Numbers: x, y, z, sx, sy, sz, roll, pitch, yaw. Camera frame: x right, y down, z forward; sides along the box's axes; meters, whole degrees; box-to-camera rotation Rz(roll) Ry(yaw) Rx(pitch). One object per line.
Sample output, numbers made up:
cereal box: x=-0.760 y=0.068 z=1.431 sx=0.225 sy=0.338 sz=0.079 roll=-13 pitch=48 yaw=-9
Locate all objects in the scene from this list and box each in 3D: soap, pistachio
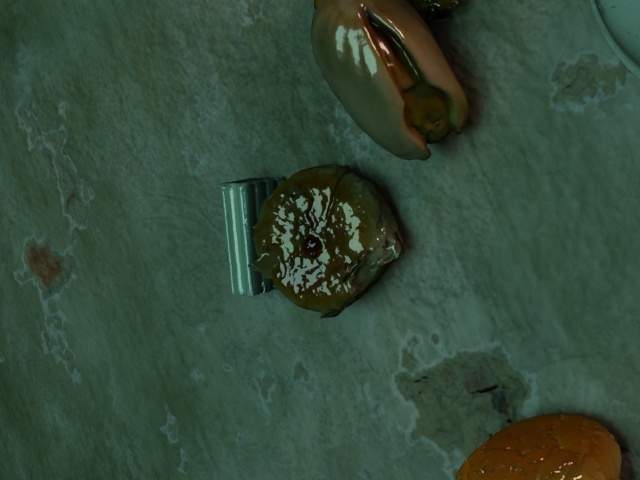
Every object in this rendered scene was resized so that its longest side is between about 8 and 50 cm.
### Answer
soap: x=-0.111 y=-0.009 z=1.700 sx=0.063 sy=0.114 sz=0.198 roll=2 pitch=99 yaw=40
pistachio: x=0.093 y=-0.249 z=1.417 sx=0.166 sy=0.197 sz=0.288 roll=-32 pitch=105 yaw=-2

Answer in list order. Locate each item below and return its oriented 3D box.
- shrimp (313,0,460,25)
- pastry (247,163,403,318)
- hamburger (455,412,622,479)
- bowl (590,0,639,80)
shrimp: x=0.099 y=-0.390 z=1.493 sx=0.287 sy=0.063 sz=0.152 roll=6 pitch=91 yaw=41
pastry: x=0.002 y=-0.006 z=1.585 sx=0.257 sy=0.121 sz=0.236 roll=-47 pitch=72 yaw=24
hamburger: x=0.306 y=0.355 z=1.348 sx=0.244 sy=0.244 sz=0.163 roll=3 pitch=110 yaw=40
bowl: x=0.461 y=-0.358 z=1.101 sx=0.434 sy=0.196 sz=0.435 roll=8 pitch=103 yaw=39
